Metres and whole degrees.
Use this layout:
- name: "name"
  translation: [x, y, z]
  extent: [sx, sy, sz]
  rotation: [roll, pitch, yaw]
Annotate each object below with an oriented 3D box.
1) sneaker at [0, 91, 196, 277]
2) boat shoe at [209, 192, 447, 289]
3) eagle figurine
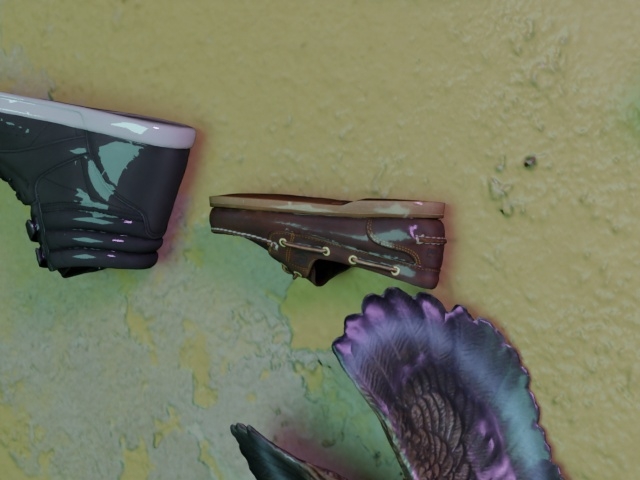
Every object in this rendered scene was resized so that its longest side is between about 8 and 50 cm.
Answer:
- name: "sneaker"
  translation: [-0.248, -0.050, 1.518]
  extent: [0.295, 0.104, 0.147]
  rotation: [12, 96, 27]
- name: "boat shoe"
  translation: [0.000, 0.000, 1.382]
  extent: [0.207, 0.073, 0.073]
  rotation: [5, 95, 33]
- name: "eagle figurine"
  translation: [0.072, 0.213, 1.315]
  extent: [0.226, 0.225, 0.298]
  rotation: [-15, 47, -5]
